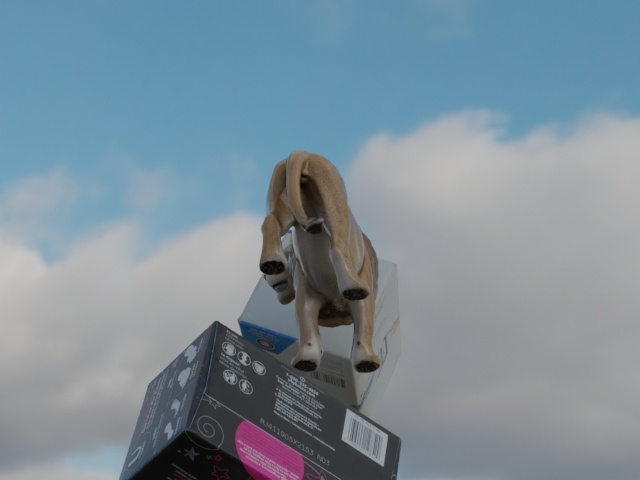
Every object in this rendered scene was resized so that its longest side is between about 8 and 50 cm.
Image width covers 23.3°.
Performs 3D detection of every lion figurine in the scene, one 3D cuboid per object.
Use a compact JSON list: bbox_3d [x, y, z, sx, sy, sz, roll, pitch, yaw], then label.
[{"bbox_3d":[0.000,0.000,1.794,0.142,0.240,0.392,-2,-33,-1],"label":"lion figurine"}]

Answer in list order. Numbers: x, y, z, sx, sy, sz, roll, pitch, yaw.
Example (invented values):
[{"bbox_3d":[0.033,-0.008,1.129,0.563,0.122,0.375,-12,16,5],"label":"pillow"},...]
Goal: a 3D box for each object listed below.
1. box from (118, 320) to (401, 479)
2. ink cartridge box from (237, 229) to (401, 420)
[{"bbox_3d":[-0.060,0.230,1.588,0.247,0.163,0.142,35,-53,-18],"label":"box"},{"bbox_3d":[0.006,0.135,2.180,0.171,0.168,0.233,17,-32,16],"label":"ink cartridge box"}]
